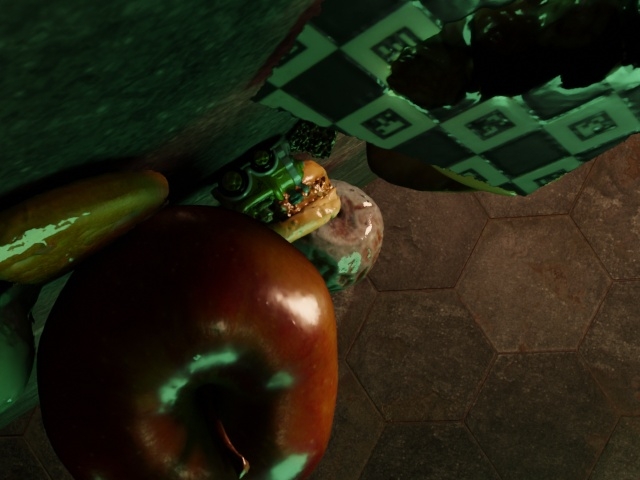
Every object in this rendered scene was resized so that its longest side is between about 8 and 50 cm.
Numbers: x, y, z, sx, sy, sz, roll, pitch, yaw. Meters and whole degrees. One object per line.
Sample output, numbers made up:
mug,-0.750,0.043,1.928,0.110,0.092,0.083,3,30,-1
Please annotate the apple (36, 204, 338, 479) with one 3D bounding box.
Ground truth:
apple,-0.123,0.103,0.608,0.288,0.288,0.317,-33,-156,-1

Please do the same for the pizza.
pizza,-0.191,-0.008,0.464,0.178,0.041,0.131,-33,176,-38

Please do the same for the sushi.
sushi,0.164,-0.170,0.452,0.320,0.069,0.339,14,150,-27

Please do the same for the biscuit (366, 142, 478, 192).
biscuit,0.200,-0.139,0.813,0.299,0.154,0.045,-3,172,24

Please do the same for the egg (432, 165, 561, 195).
egg,0.194,-0.156,0.684,0.201,0.244,0.201,-46,145,-47

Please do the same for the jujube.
jujube,-0.004,0.007,1.334,0.308,0.246,0.215,117,-15,-65

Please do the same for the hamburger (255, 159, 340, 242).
hamburger,-0.065,-0.040,0.979,0.213,0.108,0.214,-33,178,-2

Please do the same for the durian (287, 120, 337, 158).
durian,-0.009,-0.133,0.752,0.130,0.052,0.066,153,-44,-72

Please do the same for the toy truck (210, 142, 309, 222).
toy truck,-0.066,-0.063,0.728,0.111,0.077,0.076,-34,179,-2

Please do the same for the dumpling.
dumpling,-0.293,0.102,0.548,0.149,0.105,0.216,-25,171,-32
